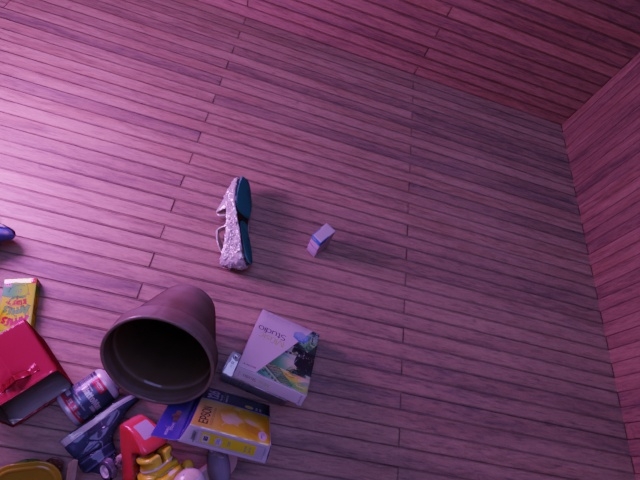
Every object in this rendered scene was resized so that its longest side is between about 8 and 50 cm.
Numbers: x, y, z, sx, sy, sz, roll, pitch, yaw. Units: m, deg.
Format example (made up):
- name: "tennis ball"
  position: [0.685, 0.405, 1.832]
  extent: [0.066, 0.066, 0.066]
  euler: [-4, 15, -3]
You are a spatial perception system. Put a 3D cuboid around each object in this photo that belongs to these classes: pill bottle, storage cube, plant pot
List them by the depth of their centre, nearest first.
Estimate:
- name: "storage cube"
  position: [-0.853, 0.374, 1.220]
  extent: [0.184, 0.215, 0.193]
  euler: [-34, 70, -29]
- name: "pill bottle"
  position: [-0.671, 0.451, 1.292]
  extent: [0.180, 0.108, 0.108]
  euler: [-37, 78, -30]
- name: "plant pot"
  position: [-0.456, 0.286, 1.334]
  extent: [0.323, 0.323, 0.280]
  euler: [18, 25, -7]

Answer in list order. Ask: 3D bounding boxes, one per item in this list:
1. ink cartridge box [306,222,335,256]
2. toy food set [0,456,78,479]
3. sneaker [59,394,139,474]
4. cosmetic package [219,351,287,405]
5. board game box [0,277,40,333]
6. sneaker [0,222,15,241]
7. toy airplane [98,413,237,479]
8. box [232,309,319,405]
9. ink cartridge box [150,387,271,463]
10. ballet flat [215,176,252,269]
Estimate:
- name: "ink cartridge box"
  position: [0.000, 0.000, 1.746]
  extent: [0.052, 0.122, 0.088]
  euler: [43, 58, 13]
- name: "toy food set"
  position: [-0.772, 0.652, 1.179]
  extent: [0.218, 0.071, 0.128]
  euler: [0, 91, -13]
- name: "sneaker"
  position: [-0.605, 0.571, 1.265]
  extent: [0.226, 0.086, 0.163]
  euler: [-35, 85, -38]
- name: "cosmetic package"
  position: [-0.209, 0.461, 1.429]
  extent: [0.231, 0.117, 0.085]
  euler: [25, 58, -1]
- name: "board game box"
  position: [-0.958, 0.212, 1.371]
  extent: [0.092, 0.043, 0.181]
  euler: [-1, 62, -18]
- name: "sneaker"
  position: [-1.152, 0.043, 1.374]
  extent: [0.330, 0.130, 0.147]
  euler: [-25, 86, -24]
- name: "toy airplane"
  position: [-0.392, 0.690, 1.129]
  extent: [0.384, 0.272, 0.386]
  euler: [39, 34, -29]
- name: "box"
  position: [-0.135, 0.376, 1.436]
  extent: [0.232, 0.058, 0.322]
  euler: [24, 25, -4]
- name: "ink cartridge box"
  position: [-0.299, 0.519, 1.264]
  extent: [0.307, 0.303, 0.072]
  euler: [21, 87, -7]
- name: "ballet flat"
  position: [-0.346, -0.073, 1.680]
  extent: [0.147, 0.147, 0.408]
  euler: [3, 61, -16]
